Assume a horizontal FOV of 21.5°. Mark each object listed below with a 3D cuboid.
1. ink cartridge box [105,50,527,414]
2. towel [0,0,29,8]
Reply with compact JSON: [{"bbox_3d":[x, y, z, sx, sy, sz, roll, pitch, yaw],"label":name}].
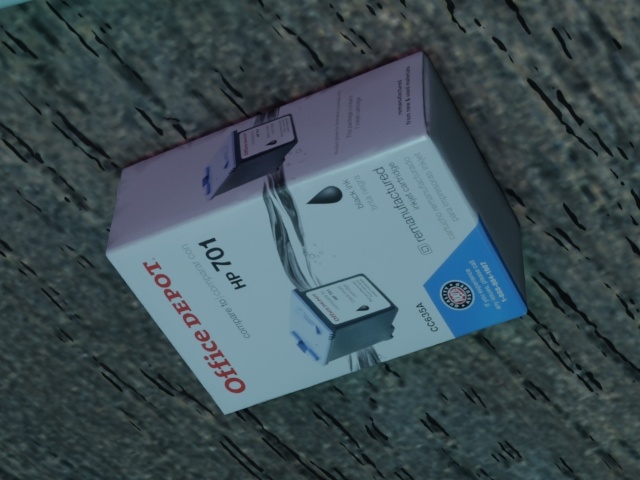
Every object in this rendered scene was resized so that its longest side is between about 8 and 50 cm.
[{"bbox_3d":[0.000,0.000,0.926,0.190,0.082,0.140,-21,126,17],"label":"ink cartridge box"},{"bbox_3d":[-0.101,-0.253,0.649,0.374,0.090,0.321,-18,132,-9],"label":"towel"}]
